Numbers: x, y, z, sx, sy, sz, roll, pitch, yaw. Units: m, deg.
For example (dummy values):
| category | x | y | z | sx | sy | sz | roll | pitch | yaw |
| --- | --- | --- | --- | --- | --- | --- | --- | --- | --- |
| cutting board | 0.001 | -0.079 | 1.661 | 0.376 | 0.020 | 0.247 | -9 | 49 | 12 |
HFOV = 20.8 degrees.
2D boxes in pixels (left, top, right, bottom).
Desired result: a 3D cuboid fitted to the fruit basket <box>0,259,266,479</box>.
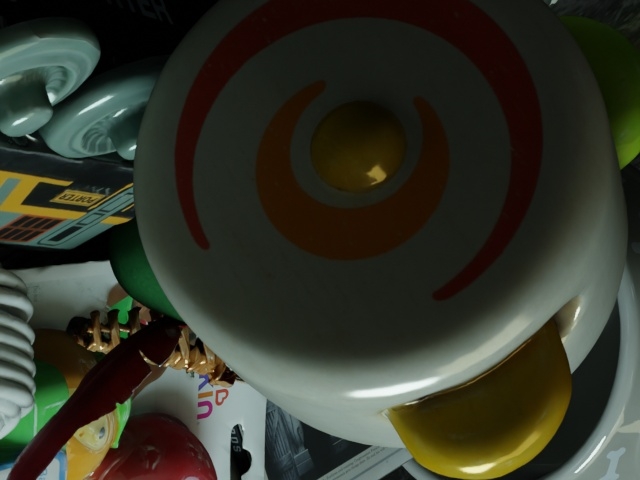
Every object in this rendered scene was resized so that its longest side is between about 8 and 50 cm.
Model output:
| category | x | y | z | sx | sy | sz | roll | pitch | yaw |
| --- | --- | --- | --- | --- | --- | --- | --- | --- | --- |
| fruit basket | -0.161 | 0.175 | 1.186 | 0.353 | 0.327 | 0.165 | -4 | -167 | -38 |

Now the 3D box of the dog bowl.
| category | x | y | z | sx | sy | sz | roll | pitch | yaw |
| --- | --- | --- | --- | --- | --- | --- | --- | --- | --- |
| dog bowl | 0.174 | 0.083 | 1.547 | 0.102 | 0.348 | 0.349 | 5 | 140 | -47 |

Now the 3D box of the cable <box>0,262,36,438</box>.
| category | x | y | z | sx | sy | sz | roll | pitch | yaw |
| --- | --- | --- | --- | --- | --- | --- | --- | --- | --- |
| cable | -0.273 | 0.066 | 0.875 | 0.257 | 0.089 | 0.257 | -13 | 165 | 19 |

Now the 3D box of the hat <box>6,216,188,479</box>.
| category | x | y | z | sx | sy | sz | roll | pitch | yaw |
| --- | --- | --- | --- | --- | --- | --- | --- | --- | --- |
| hat | -0.108 | 0.013 | 0.960 | 0.183 | 0.173 | 0.208 | -17 | -168 | -6 |

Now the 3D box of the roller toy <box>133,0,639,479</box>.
| category | x | y | z | sx | sy | sz | roll | pitch | yaw |
| --- | --- | --- | --- | --- | --- | --- | --- | --- | --- |
| roller toy | 0.026 | -0.016 | 0.712 | 0.146 | 0.191 | 0.209 | 51 | 53 | -69 |

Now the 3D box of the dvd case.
| category | x | y | z | sx | sy | sz | roll | pitch | yaw |
| --- | --- | --- | --- | --- | --- | --- | --- | --- | --- |
| dvd case | -0.013 | 0.093 | 1.376 | 0.179 | 0.238 | 0.029 | -26 | -165 | -40 |

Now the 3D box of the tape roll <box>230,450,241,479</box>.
| category | x | y | z | sx | sy | sz | roll | pitch | yaw |
| --- | --- | --- | --- | --- | --- | --- | --- | --- | --- |
| tape roll | -0.114 | 0.203 | 1.462 | 0.169 | 0.246 | 0.246 | -19 | 158 | -43 |

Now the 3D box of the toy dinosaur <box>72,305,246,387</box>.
| category | x | y | z | sx | sy | sz | roll | pitch | yaw |
| --- | --- | --- | --- | --- | --- | --- | --- | --- | --- |
| toy dinosaur | -0.024 | 0.016 | 1.134 | 0.164 | 0.218 | 0.322 | -38 | 164 | 17 |

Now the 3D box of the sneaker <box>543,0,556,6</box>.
| category | x | y | z | sx | sy | sz | roll | pitch | yaw |
| --- | --- | --- | --- | --- | --- | --- | --- | --- | --- |
| sneaker | 0.081 | -0.247 | 0.774 | 0.257 | 0.169 | 0.447 | -50 | 162 | -6 |

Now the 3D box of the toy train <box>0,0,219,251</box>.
| category | x | y | z | sx | sy | sz | roll | pitch | yaw |
| --- | --- | --- | --- | --- | --- | --- | --- | --- | --- |
| toy train | -0.149 | -0.075 | 0.784 | 0.190 | 0.142 | 0.334 | -30 | 167 | 21 |
